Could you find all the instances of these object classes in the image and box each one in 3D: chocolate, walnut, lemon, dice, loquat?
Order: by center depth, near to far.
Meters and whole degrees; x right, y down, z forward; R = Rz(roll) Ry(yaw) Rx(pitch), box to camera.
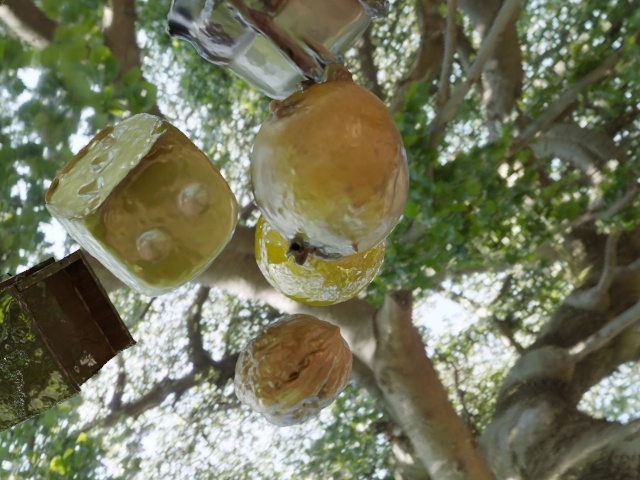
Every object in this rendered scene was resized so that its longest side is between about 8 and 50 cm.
[{"bbox_3d":[0.009,-0.075,0.764,0.150,0.172,0.204,-2,-102,9],"label":"loquat"},{"bbox_3d":[-0.024,-0.291,0.979,0.186,0.283,0.283,44,-133,-1],"label":"chocolate"},{"bbox_3d":[0.000,0.000,1.070,0.178,0.178,0.203,38,-163,-2],"label":"lemon"},{"bbox_3d":[-0.037,0.190,1.206,0.155,0.184,0.155,45,-164,-16],"label":"walnut"},{"bbox_3d":[-0.300,-0.059,1.364,0.233,0.238,0.226,-47,-53,-15],"label":"dice"}]

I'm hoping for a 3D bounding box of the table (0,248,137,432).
[{"bbox_3d":[-0.389,0.130,1.039,0.172,0.193,0.169,61,-161,-7],"label":"table"}]

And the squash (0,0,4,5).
[{"bbox_3d":[-0.458,-0.314,0.867,0.224,0.094,0.094,20,-134,-46],"label":"squash"}]
